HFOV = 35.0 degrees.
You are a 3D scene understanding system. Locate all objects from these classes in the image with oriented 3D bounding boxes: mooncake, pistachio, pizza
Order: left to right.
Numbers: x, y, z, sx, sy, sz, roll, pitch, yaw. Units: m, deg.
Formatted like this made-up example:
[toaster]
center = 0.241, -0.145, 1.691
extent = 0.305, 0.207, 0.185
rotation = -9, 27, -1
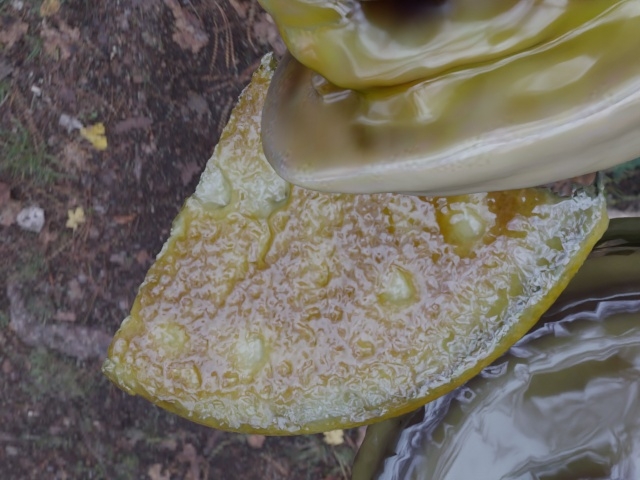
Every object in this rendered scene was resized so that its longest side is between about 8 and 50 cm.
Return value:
[pizza]
center = 0.000, 0.000, 0.526
extent = 0.292, 0.058, 0.197
rotation = -23, 74, 22
[pistachio]
center = 0.103, -0.129, 0.357
extent = 0.299, 0.187, 0.187
rotation = -18, 115, 4
[mooncake]
center = 0.222, 0.189, 0.684
extent = 0.393, 0.246, 0.394
rotation = 34, 103, 6
